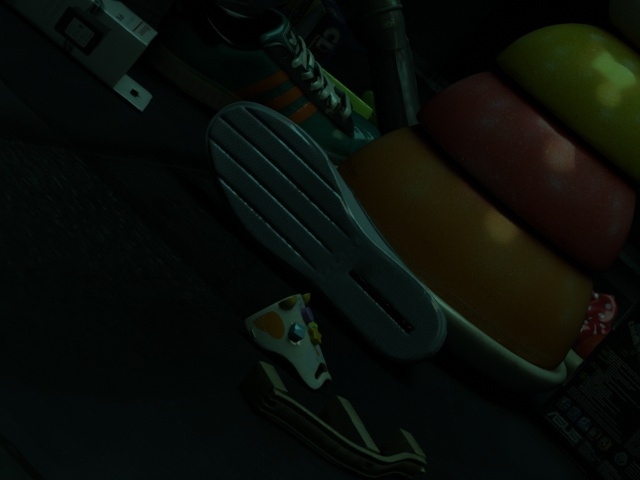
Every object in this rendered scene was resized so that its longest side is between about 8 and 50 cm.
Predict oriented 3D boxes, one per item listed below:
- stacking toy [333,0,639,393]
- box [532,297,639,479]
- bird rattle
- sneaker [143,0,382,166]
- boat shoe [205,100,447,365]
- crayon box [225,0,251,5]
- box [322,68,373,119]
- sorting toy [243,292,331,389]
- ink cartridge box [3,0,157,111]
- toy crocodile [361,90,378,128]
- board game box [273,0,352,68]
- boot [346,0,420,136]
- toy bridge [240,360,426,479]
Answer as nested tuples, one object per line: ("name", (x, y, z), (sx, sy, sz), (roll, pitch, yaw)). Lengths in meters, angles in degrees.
("stacking toy", (0.255, -0.108, 1.835), (0.350, 0.480, 0.350), (38, 12, -10))
("box", (0.385, 0.198, 1.772), (0.270, 0.216, 0.060), (45, 12, 26))
("bird rattle", (0.364, 0.141, 2.170), (0.253, 0.143, 0.207), (42, 27, 21))
("sneaker", (-0.043, -0.185, 1.965), (0.302, 0.121, 0.108), (27, 26, -18))
("boat shoe", (0.000, 0.000, 1.620), (0.302, 0.109, 0.094), (51, -3, 5))
("crayon box", (-0.239, -0.356, 1.876), (0.323, 0.083, 0.203), (8, 26, -24))
("box", (-0.001, -0.189, 2.288), (0.109, 0.042, 0.178), (37, -7, -16))
("sorting toy", (-0.016, 0.084, 1.378), (0.075, 0.045, 0.083), (61, 14, 5))
("ink cartridge box", (-0.227, -0.215, 1.740), (0.180, 0.060, 0.104), (39, 11, -9))
("toy crocodile", (0.176, -0.120, 2.567), (0.115, 0.105, 0.340), (27, 17, -50))
("board game box", (-0.042, -0.240, 2.170), (0.042, 0.165, 0.243), (37, 13, -18))
("boot", (0.089, -0.181, 2.085), (0.189, 0.076, 0.208), (5, 68, -86))
("toy bridge", (0.021, 0.145, 1.277), (0.188, 0.026, 0.063), (30, 18, -43))
